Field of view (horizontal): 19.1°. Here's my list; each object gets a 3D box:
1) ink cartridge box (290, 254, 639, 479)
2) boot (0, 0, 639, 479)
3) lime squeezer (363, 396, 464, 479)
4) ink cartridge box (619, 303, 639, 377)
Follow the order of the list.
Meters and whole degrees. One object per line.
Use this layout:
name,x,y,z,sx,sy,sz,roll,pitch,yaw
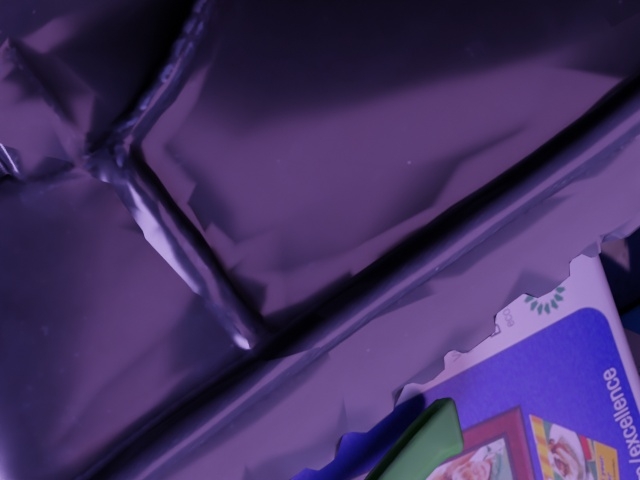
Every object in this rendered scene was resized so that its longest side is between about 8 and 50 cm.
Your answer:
ink cartridge box,-0.035,0.075,0.632,0.307,0.072,0.304,-25,105,-20
boot,-0.072,-0.172,0.463,0.367,0.146,0.445,-42,112,-21
lime squeezer,-0.080,0.136,0.548,0.310,0.059,0.110,-12,101,-24
ink cartridge box,0.162,0.164,0.940,0.232,0.171,0.168,-26,127,-34
